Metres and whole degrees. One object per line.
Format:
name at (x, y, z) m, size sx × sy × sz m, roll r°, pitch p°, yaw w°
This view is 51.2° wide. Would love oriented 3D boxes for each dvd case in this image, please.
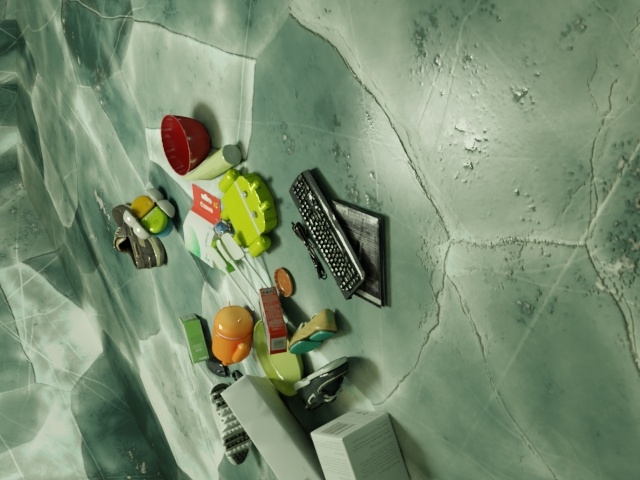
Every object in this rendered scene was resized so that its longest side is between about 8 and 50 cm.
dvd case at (0.087, 0.030, 1.530) m, size 0.164 × 0.018 × 0.221 m, roll 25°, pitch 126°, yaw 48°

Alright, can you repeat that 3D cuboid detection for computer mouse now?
computer mouse at (-0.333, 0.469, 2.345) m, size 0.242 × 0.041 × 0.071 m, roll 15°, pitch 118°, yaw 50°

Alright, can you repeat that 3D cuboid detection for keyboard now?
keyboard at (0.000, 0.000, 1.606) m, size 0.317 × 0.033 × 0.201 m, roll 63°, pitch 151°, yaw 20°

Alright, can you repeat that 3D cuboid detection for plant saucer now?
plant saucer at (-0.117, 0.340, 1.971) m, size 0.241 × 0.037 × 0.241 m, roll 31°, pitch 131°, yaw 43°
plant saucer at (-0.100, 0.115, 1.849) m, size 0.083 × 0.013 × 0.083 m, roll 29°, pitch 129°, yaw 44°

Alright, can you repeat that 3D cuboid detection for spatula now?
spatula at (-0.234, 0.095, 1.952) m, size 0.168 × 0.019 × 0.242 m, roll -28°, pitch 100°, yaw 47°

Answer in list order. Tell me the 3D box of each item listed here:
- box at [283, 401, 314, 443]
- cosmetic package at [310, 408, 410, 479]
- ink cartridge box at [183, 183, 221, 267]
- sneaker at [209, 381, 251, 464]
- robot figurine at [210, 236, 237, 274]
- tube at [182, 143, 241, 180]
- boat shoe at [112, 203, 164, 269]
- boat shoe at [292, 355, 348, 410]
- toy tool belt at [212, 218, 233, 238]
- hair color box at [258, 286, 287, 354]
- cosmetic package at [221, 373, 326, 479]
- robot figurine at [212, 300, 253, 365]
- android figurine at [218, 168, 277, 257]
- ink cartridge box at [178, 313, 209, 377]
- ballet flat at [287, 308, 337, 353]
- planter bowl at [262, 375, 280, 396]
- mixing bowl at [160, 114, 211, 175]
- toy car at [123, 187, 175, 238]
box at (-0.094, 0.624, 2.103) m, size 0.164 × 0.021 × 0.201 m, roll 49°, pitch 142°, yaw 29°
cosmetic package at (0.098, 0.538, 1.663) m, size 0.151 × 0.151 × 0.184 m, roll -14°, pitch 95°, yaw 57°
ink cartridge box at (-0.376, -0.048, 2.125) m, size 0.181 × 0.056 × 0.225 m, roll 29°, pitch 131°, yaw 44°
sneaker at (-0.327, 0.653, 2.390) m, size 0.118 × 0.110 × 0.292 m, roll -37°, pitch 68°, yaw 63°
robot figurine at (-0.296, 0.045, 2.040) m, size 0.115 × 0.067 × 0.101 m, roll 66°, pitch 160°, yaw 0°
tube at (-0.309, -0.209, 1.916) m, size 0.070 × 0.062 × 0.240 m, roll 40°, pitch 148°, yaw -18°
boat shoe at (-0.731, -0.018, 2.574) m, size 0.355 × 0.130 × 0.132 m, roll 43°, pitch 138°, yaw 35°
boat shoe at (0.015, 0.379, 1.746) m, size 0.091 × 0.114 × 0.302 m, roll 62°, pitch 158°, yaw 12°
toy tool belt at (-0.289, -0.031, 2.008) m, size 0.083 × 0.052 × 0.051 m, roll 34°, pitch 141°, yaw 41°
hair color box at (-0.133, 0.221, 1.851) m, size 0.167 × 0.053 × 0.093 m, roll -107°, pitch 14°, yaw -45°
cosmetic package at (-0.104, 0.554, 1.861) m, size 0.377 × 0.097 × 0.284 m, roll 52°, pitch 179°, yaw 15°
robot figurine at (-0.273, 0.295, 2.090) m, size 0.128 × 0.158 × 0.219 m, roll 14°, pitch 128°, yaw 5°
android figurine at (-0.203, -0.081, 1.857) m, size 0.273 × 0.056 × 0.248 m, roll -35°, pitch 78°, yaw 58°
ink cartridge box at (-0.455, 0.381, 2.432) m, size 0.109 × 0.062 × 0.209 m, roll -161°, pitch 58°, yaw -68°
ballet flat at (-0.019, 0.240, 1.765) m, size 0.232 × 0.080 × 0.073 m, roll -39°, pitch 47°, yaw 53°
planter bowl at (-0.200, 0.519, 2.096) m, size 0.162 × 0.109 × 0.162 m, roll 30°, pitch 125°, yaw 55°
mixing bowl at (-0.386, -0.290, 1.966) m, size 0.181 × 0.098 × 0.181 m, roll 30°, pitch 130°, yaw 43°
toy car at (-0.585, -0.079, 2.347) m, size 0.182 × 0.159 × 0.136 m, roll 41°, pitch 172°, yaw 36°
